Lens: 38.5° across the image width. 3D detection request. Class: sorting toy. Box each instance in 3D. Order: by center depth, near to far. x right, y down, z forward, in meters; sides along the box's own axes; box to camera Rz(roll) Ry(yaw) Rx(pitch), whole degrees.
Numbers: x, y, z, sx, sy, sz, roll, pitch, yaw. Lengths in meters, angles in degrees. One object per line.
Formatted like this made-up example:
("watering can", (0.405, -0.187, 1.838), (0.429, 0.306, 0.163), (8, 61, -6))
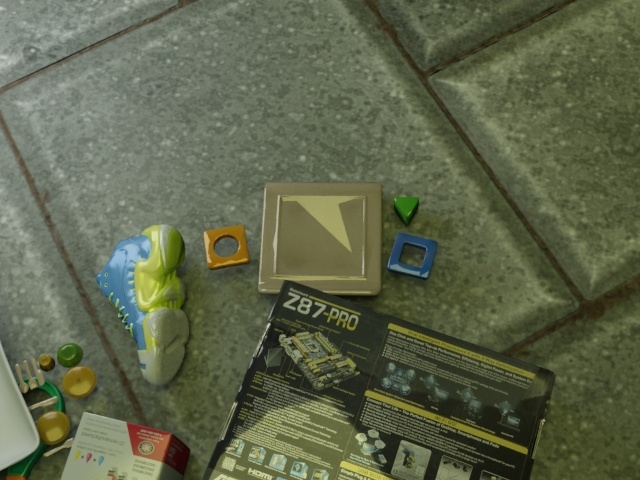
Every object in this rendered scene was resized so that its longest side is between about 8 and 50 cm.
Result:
("sorting toy", (0.000, 0.000, 1.376), (0.347, 0.047, 0.196), (1, 62, 3))

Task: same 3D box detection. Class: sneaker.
("sneaker", (-0.263, 0.097, 1.339), (0.126, 0.091, 0.240), (-8, 66, 20))

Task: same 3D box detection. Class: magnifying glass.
("magnifying glass", (-0.418, 0.306, 1.281), (0.092, 0.026, 0.231), (4, 65, 4))

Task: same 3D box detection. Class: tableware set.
("tableware set", (-0.362, 0.223, 1.292), (0.104, 0.024, 0.154), (-22, 66, -14))

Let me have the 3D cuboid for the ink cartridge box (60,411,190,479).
("ink cartridge box", (-0.265, 0.335, 1.201), (0.128, 0.127, 0.176), (12, 69, 8))

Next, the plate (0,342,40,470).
("plate", (-0.552, 0.239, 1.290), (0.277, 0.045, 0.278), (-29, 67, -2))

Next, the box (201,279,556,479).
("box", (0.078, 0.261, 1.208), (0.395, 0.097, 0.318), (18, 67, 6))
